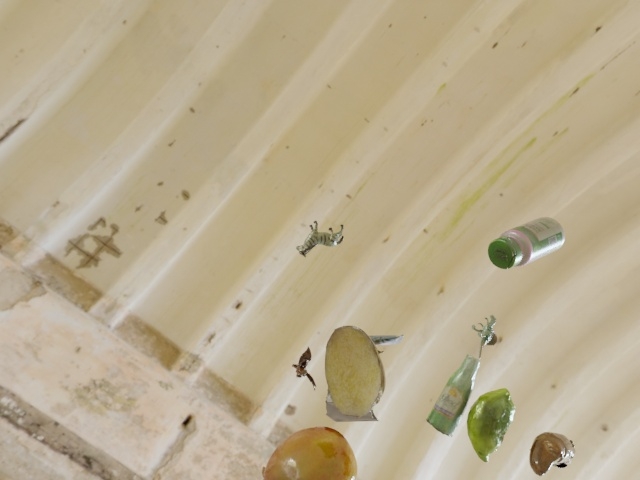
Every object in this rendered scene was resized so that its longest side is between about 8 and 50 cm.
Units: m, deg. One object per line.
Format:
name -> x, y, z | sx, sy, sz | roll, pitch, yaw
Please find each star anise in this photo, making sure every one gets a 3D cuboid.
star anise -> -0.055, 0.604, 2.030 | 0.144, 0.158, 0.140 | 27, -60, -9

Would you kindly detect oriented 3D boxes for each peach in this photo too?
peach -> -0.026, 0.796, 1.515 | 0.308, 0.332, 0.307 | 18, -53, 25

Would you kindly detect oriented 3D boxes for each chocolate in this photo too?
chocolate -> 0.494, 0.554, 1.599 | 0.110, 0.291, 0.110 | 26, 1, 0

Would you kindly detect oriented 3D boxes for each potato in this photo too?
potato -> 0.136, 0.436, 1.496 | 0.116, 0.298, 0.239 | 4, -16, -44

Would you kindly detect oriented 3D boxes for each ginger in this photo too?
ginger -> 0.758, 0.690, 1.442 | 0.309, 0.133, 0.107 | 34, 24, -49

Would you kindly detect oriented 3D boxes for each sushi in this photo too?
sushi -> 0.119, 0.634, 1.863 | 0.216, 0.212, 0.227 | -11, -43, 21

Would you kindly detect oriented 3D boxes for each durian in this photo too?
durian -> 0.588, 0.626, 1.533 | 0.139, 0.250, 0.101 | 32, -22, 22

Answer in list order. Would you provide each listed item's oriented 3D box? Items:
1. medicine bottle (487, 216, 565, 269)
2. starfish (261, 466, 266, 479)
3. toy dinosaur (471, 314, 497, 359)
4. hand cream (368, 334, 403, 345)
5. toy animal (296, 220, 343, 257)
medicine bottle -> 0.708, 0.012, 1.522 | 0.133, 0.274, 0.133 | 37, -44, 46
starfish -> -0.198, 1.020, 1.838 | 0.303, 0.299, 0.060 | -15, -57, 44
toy dinosaur -> 0.659, 0.381, 1.741 | 0.107, 0.187, 0.044 | 13, -32, -20
hand cream -> 0.249, 0.455, 2.012 | 0.256, 0.055, 0.088 | -3, -39, -5
toy animal -> 0.000, -0.003, 2.029 | 0.217, 0.175, 0.073 | 5, -29, -4
